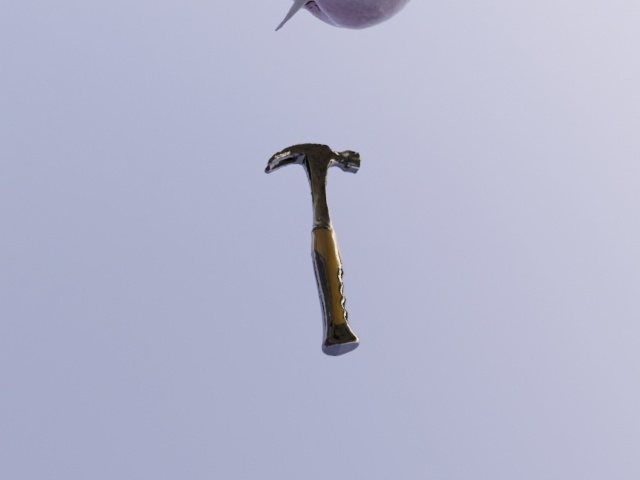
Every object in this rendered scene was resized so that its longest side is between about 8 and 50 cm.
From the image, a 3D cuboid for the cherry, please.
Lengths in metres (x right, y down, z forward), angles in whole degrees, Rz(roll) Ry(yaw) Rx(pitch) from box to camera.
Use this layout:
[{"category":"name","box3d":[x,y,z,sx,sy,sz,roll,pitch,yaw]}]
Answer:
[{"category":"cherry","box3d":[0.044,-0.367,1.347,0.266,0.183,0.213,-50,-145,-1]}]

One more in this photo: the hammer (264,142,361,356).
[{"category":"hammer","box3d":[0.000,0.000,0.798,0.078,0.021,0.201,7,-132,-15]}]
